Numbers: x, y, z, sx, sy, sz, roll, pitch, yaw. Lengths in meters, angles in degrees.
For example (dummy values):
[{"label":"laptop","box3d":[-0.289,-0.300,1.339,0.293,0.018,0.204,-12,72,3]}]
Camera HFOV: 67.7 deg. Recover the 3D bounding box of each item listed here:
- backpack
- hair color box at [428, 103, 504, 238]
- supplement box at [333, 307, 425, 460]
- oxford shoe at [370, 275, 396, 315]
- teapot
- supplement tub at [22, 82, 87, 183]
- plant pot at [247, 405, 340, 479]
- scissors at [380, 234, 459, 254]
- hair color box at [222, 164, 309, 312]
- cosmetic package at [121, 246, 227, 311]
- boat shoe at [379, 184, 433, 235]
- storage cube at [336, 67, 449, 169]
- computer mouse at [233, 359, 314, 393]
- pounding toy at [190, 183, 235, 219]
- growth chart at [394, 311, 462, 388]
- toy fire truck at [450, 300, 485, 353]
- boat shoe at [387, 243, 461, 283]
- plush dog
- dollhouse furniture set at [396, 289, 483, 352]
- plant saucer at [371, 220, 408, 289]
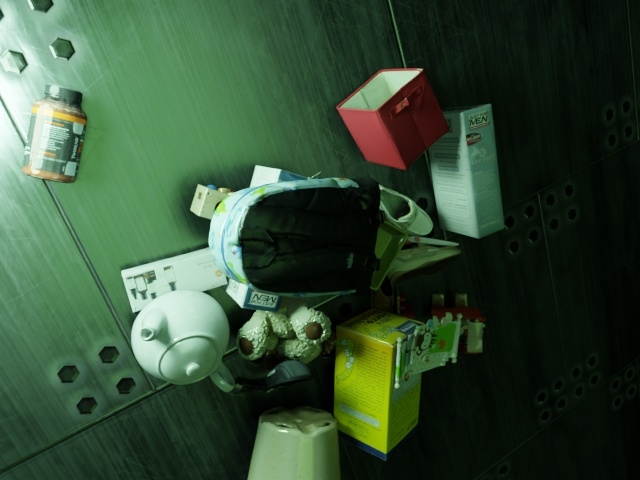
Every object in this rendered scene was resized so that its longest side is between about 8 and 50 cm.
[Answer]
[{"label":"backpack","box3d":[-0.061,-0.005,1.047,0.356,0.273,0.290,-12,110,-49]},{"label":"hair color box","box3d":[0.435,-0.211,1.452,0.114,0.185,0.374,-20,109,-20]},{"label":"supplement box","box3d":[0.171,0.413,1.415,0.194,0.195,0.356,-15,111,-49]},{"label":"oxford shoe","box3d":[0.201,0.187,1.488,0.076,0.076,0.212,-26,112,-20]},{"label":"teapot","box3d":[-0.324,0.260,1.162,0.256,0.187,0.252,-2,121,-31]},{"label":"supplement tub","box3d":[-0.564,-0.228,1.021,0.106,0.106,0.197,10,97,-27]},{"label":"plant pot","box3d":[-0.073,0.648,1.344,0.334,0.334,0.305,4,88,-26]},{"label":"scissors","box3d":[0.274,-0.011,1.455,0.297,0.109,0.021,-7,140,-16]},{"label":"hair color box","box3d":[-0.139,-0.009,1.230,0.105,0.174,0.347,14,95,-29]},{"label":"cosmetic package","box3d":[-0.366,0.095,1.208,0.239,0.060,0.098,-17,108,-21]},{"label":"boat shoe","box3d":[0.248,-0.083,1.440,0.277,0.096,0.098,26,89,-28]},{"label":"storage cube","box3d":[0.198,-0.334,1.305,0.184,0.215,0.193,-43,122,-12]},{"label":"computer mouse","box3d":[-0.137,0.368,1.295,0.184,0.262,0.060,0,69,-23]},{"label":"pounding toy","box3d":[-0.234,-0.095,1.184,0.130,0.141,0.100,16,93,-27]},{"label":"growth chart","box3d":[0.297,0.293,1.310,0.237,0.021,0.171,-12,108,-26]},{"label":"toy fire truck","box3d":[0.509,0.306,1.674,0.135,0.047,0.192,7,99,-26]},{"label":"boat shoe","box3d":[0.318,0.051,1.492,0.302,0.109,0.098,-13,61,-32]},{"label":"plush dog","box3d":[-0.080,0.257,1.336,0.263,0.210,0.225,-16,125,8]},{"label":"dollhouse furniture set","box3d":[0.368,0.229,1.489,0.259,0.262,0.135,-1,103,8]},{"label":"plant saucer","box3d":[0.129,0.023,1.332,0.188,0.045,0.188,26,95,-34]}]
